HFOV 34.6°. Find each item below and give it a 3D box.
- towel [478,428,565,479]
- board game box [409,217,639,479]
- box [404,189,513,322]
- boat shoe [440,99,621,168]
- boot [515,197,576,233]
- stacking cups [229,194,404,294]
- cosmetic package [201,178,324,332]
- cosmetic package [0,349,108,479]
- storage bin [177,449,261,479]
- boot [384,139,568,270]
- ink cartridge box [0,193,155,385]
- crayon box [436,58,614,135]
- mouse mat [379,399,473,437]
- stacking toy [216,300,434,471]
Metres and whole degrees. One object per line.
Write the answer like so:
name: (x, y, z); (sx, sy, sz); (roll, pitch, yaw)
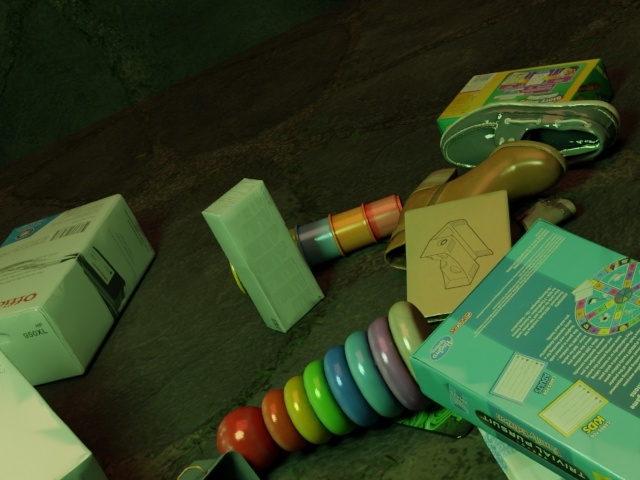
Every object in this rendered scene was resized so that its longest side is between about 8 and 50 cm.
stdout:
towel: (0.273, 0.171, 1.204); (0.209, 0.034, 0.285); (-27, 45, -1)
board game box: (0.309, 0.138, 1.141); (0.336, 0.079, 0.254); (28, 63, 39)
box: (0.207, 0.025, 1.538); (0.164, 0.021, 0.201); (-11, 54, 19)
boat shoe: (0.346, -0.170, 1.759); (0.319, 0.116, 0.099); (-5, 30, 28)
boot: (0.352, -0.032, 1.584); (0.087, 0.042, 0.118); (-23, 27, 4)
stacking cups: (0.000, 0.000, 1.807); (0.316, 0.096, 0.096); (-20, 27, 6)
cosmetic package: (-0.090, 0.025, 1.664); (0.099, 0.239, 0.060); (-40, 28, -24)
cosmetic package: (-0.447, 0.277, 1.420); (0.156, 0.217, 0.385); (-39, 56, -23)
storage bin: (-0.161, 0.339, 1.341); (0.091, 0.098, 0.135); (-12, 28, 48)
boot: (0.241, -0.051, 1.642); (0.283, 0.109, 0.220); (-6, 34, 36)
ink cartridge box: (-0.536, 0.106, 2.008); (0.285, 0.166, 0.395); (-16, 28, 23)
crayon box: (0.376, -0.247, 1.903); (0.278, 0.081, 0.165); (0, 37, 42)
mouse mat: (0.180, 0.188, 1.386); (0.153, 0.007, 0.189); (3, 40, 45)
stacking toy: (0.007, 0.214, 1.366); (0.330, 0.141, 0.141); (-29, 26, 11)
